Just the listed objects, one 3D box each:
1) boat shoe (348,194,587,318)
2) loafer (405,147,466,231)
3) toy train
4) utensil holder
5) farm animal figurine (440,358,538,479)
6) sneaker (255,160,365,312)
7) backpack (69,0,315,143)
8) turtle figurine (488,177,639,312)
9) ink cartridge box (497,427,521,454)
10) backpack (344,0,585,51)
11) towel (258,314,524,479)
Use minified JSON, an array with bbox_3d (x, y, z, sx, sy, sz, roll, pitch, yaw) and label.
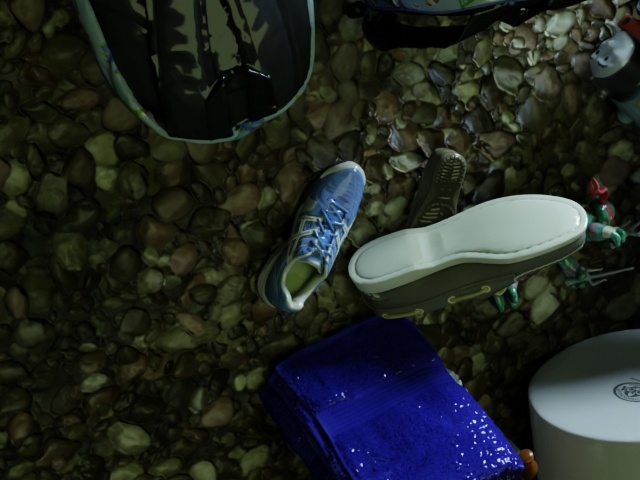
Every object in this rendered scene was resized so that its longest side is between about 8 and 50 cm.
[{"bbox_3d":[0.192,0.025,1.620,0.305,0.109,0.091,-15,131,13],"label":"boat shoe"},{"bbox_3d":[0.149,-0.056,1.652,0.056,0.050,0.148,12,120,-17],"label":"loafer"},{"bbox_3d":[0.503,-0.189,1.701,0.334,0.142,0.190,38,101,-28],"label":"toy train"},{"bbox_3d":[0.462,0.360,1.776,0.328,0.327,0.385,-19,113,-14],"label":"utensil holder"},{"bbox_3d":[0.111,0.354,1.646,0.330,0.326,0.172,-28,143,-13],"label":"farm animal figurine"},{"bbox_3d":[0.000,0.000,1.593,0.080,0.081,0.211,25,97,-26],"label":"sneaker"},{"bbox_3d":[-0.139,-0.279,1.360,0.290,0.273,0.355,-22,94,-16],"label":"backpack"},{"bbox_3d":[0.331,0.010,1.715,0.234,0.118,0.175,-29,157,-8],"label":"turtle figurine"},{"bbox_3d":[0.199,0.371,1.809,0.191,0.082,0.139,-23,116,-11],"label":"ink cartridge box"},{"bbox_3d":[0.186,-0.335,1.442,0.277,0.263,0.213,-18,114,-14],"label":"backpack"},{"bbox_3d":[0.080,0.227,1.582,0.228,0.308,0.076,-29,137,-10],"label":"towel"}]
